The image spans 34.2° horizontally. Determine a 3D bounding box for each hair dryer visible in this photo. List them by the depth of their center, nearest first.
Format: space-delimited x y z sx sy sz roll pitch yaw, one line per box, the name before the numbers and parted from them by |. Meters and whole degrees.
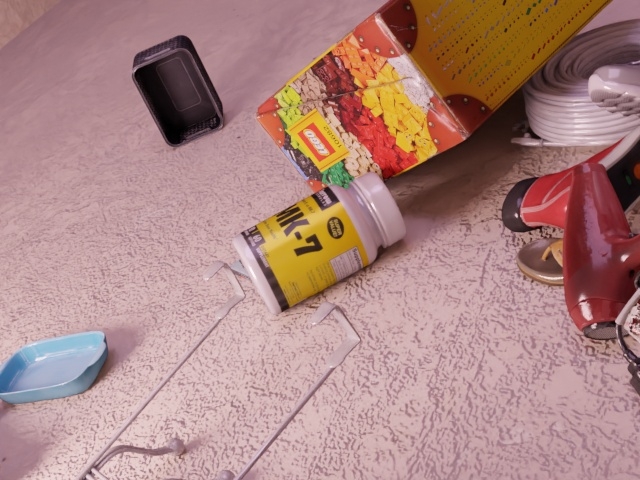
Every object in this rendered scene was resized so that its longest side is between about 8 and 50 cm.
hair dryer | 0.332 0.013 1.038 0.223 0.080 0.293 -61 33 19

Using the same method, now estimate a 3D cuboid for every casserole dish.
casserole dish | -0.373 0.181 1.451 0.188 0.037 0.114 -12 32 24

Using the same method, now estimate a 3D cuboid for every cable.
cable | 0.409 -0.226 1.453 0.257 0.089 0.257 9 44 46

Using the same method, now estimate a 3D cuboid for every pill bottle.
pill bottle | 0.000 0.000 1.372 0.208 0.119 0.119 -29 29 -6

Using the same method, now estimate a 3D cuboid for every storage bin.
storage bin | -0.272 -0.285 1.993 0.122 0.180 0.084 -22 29 5

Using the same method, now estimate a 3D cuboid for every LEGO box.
LEGO box | 0.196 -0.300 1.505 0.500 0.193 0.372 -43 8 -28

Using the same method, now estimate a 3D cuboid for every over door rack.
over door rack | -0.105 0.199 1.108 0.239 0.108 0.324 15 69 51

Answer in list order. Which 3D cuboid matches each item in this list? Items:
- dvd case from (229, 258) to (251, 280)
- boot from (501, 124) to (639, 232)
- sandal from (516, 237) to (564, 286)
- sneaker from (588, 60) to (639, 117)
dvd case | -0.067 0.030 1.484 0.087 0.013 0.119 -38 32 -22
boot | 0.341 -0.083 1.288 0.244 0.088 0.176 -30 12 -28
sandal | 0.298 0.021 1.175 0.072 0.049 0.180 -39 31 -23
sneaker | 0.455 -0.219 1.291 0.281 0.115 0.105 -7 0 -17
